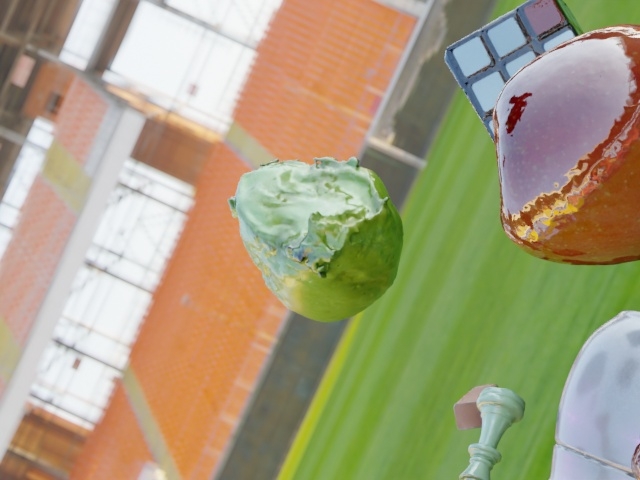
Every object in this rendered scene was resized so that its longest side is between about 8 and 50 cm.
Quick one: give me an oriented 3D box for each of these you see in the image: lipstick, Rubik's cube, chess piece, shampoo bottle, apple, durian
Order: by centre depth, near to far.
[{"bbox_3d":[0.216,-0.072,1.020,0.181,0.169,0.180,-6,-90,-80],"label":"apple"},{"bbox_3d":[0.198,0.249,1.592,0.059,0.059,0.149,113,179,-61],"label":"chess piece"},{"bbox_3d":[0.275,-0.207,1.723,0.163,0.162,0.160,-28,-7,17],"label":"Rubik's cube"},{"bbox_3d":[0.441,0.246,1.729,0.273,0.273,0.266,104,-175,-86],"label":"shampoo bottle"},{"bbox_3d":[0.000,0.000,1.921,0.204,0.256,0.339,-44,-28,-13],"label":"durian"},{"bbox_3d":[0.251,0.263,2.130,0.145,0.045,0.045,-16,-84,-70],"label":"lipstick"}]

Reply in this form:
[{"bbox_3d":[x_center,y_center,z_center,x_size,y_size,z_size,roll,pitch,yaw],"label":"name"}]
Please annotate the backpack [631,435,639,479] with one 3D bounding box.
[{"bbox_3d":[0.446,0.227,1.387,0.138,0.229,0.229,93,-164,-47],"label":"backpack"}]
